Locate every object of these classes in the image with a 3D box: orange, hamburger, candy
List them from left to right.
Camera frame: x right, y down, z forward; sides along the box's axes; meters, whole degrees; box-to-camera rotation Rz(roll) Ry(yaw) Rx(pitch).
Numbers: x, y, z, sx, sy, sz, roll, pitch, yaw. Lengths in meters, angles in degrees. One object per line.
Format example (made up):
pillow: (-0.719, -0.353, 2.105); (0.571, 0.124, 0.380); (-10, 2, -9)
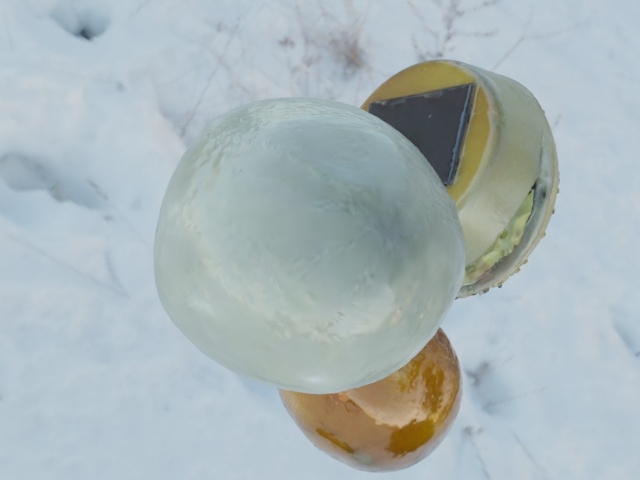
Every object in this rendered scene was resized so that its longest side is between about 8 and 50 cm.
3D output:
candy: (0.000, 0.000, 0.982); (0.295, 0.185, 0.296); (3, 83, -28)
orange: (0.064, 0.186, 1.497); (0.261, 0.261, 0.261); (25, 41, -23)
hamburger: (0.147, -0.068, 1.325); (0.176, 0.300, 0.300); (27, 39, -38)
